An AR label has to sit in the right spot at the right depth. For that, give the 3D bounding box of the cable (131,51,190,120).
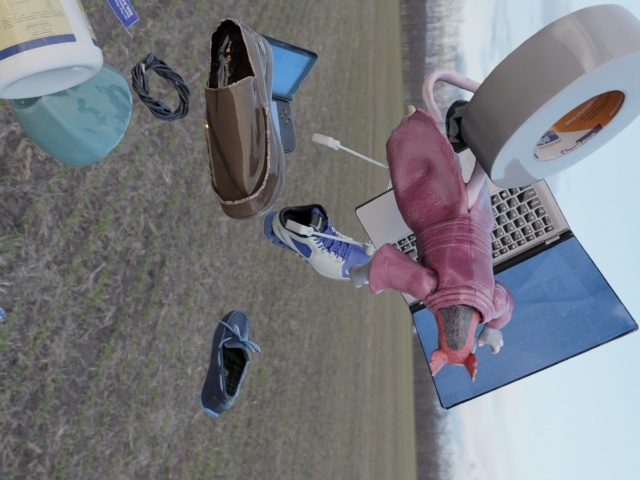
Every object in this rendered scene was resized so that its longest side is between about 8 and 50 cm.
[{"bbox_3d":[-0.409,-0.388,1.442,0.184,0.047,0.150,54,38,-37],"label":"cable"}]

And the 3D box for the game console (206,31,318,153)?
[{"bbox_3d":[-0.139,-0.387,1.495,0.293,0.173,0.250,-2,82,-47],"label":"game console"}]

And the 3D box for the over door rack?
[{"bbox_3d":[0.097,-0.096,1.367,0.324,0.108,0.239,15,95,-37],"label":"over door rack"}]

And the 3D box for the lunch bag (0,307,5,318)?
[{"bbox_3d":[-0.955,0.199,1.476,0.219,0.176,0.090,-34,-151,48],"label":"lunch bag"}]

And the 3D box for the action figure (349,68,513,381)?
[{"bbox_3d":[0.194,0.007,0.749,0.276,0.248,0.370,122,-23,-51],"label":"action figure"}]

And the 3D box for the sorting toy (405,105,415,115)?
[{"bbox_3d":[0.194,-0.112,1.001,0.208,0.038,0.193,39,50,-56],"label":"sorting toy"}]

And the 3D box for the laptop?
[{"bbox_3d":[0.316,0.041,1.101,0.408,0.382,0.236,60,15,-6],"label":"laptop"}]

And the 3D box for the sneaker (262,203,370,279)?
[{"bbox_3d":[-0.001,-0.001,1.518,0.127,0.315,0.182,-66,-169,-19],"label":"sneaker"}]

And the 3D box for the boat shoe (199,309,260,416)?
[{"bbox_3d":[-0.180,0.252,1.188,0.109,0.089,0.258,31,37,-28],"label":"boat shoe"}]

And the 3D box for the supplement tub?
[{"bbox_3d":[-0.579,-0.454,1.053,0.228,0.228,0.316,-54,126,-75],"label":"supplement tub"}]

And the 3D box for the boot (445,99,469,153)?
[{"bbox_3d":[0.416,-0.265,1.638,0.445,0.146,0.367,43,26,-60],"label":"boot"}]

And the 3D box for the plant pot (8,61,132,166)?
[{"bbox_3d":[-0.657,-0.355,1.398,0.195,0.290,0.290,28,59,-66],"label":"plant pot"}]

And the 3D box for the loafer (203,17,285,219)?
[{"bbox_3d":[-0.151,-0.213,0.940,0.130,0.133,0.366,37,43,-67],"label":"loafer"}]

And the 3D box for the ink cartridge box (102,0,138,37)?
[{"bbox_3d":[-0.457,-0.555,1.128,0.224,0.045,0.223,51,-9,37],"label":"ink cartridge box"}]

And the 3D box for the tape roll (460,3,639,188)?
[{"bbox_3d":[0.273,-0.154,0.631,0.072,0.219,0.219,64,0,23],"label":"tape roll"}]
